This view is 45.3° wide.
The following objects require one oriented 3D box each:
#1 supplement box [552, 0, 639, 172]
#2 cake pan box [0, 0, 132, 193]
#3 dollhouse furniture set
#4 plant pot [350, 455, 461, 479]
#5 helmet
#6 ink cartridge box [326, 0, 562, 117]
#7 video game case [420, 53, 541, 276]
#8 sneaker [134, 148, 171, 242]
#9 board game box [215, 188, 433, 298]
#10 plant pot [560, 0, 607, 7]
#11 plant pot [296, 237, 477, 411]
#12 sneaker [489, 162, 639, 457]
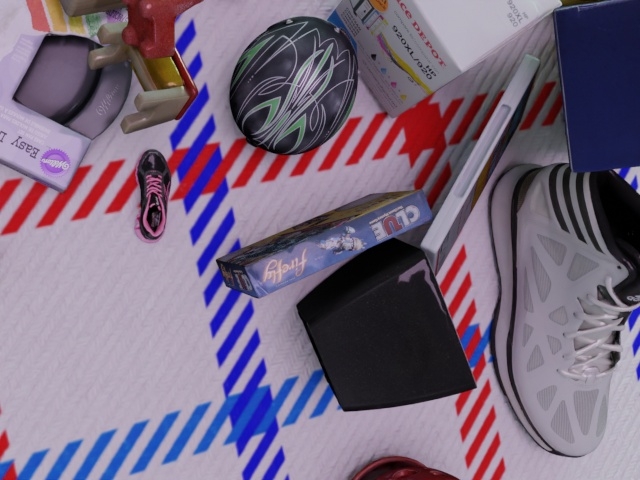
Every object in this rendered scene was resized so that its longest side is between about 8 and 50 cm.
[{"bbox_3d":[0.426,-0.208,1.005,0.194,0.356,0.195,-6,97,22],"label":"supplement box"},{"bbox_3d":[-0.358,-0.217,0.900,0.266,0.070,0.246,29,84,-18],"label":"cake pan box"},{"bbox_3d":[-0.200,-0.335,0.823,0.152,0.201,0.374,-25,85,-34],"label":"dollhouse furniture set"},{"bbox_3d":[0.125,0.395,1.027,0.191,0.174,0.191,0,91,-19],"label":"plant pot"},{"bbox_3d":[-0.033,-0.191,0.964,0.169,0.161,0.170,0,91,-20],"label":"helmet"},{"bbox_3d":[0.145,-0.292,0.979,0.168,0.232,0.171,-37,96,-15],"label":"ink cartridge box"},{"bbox_3d":[0.211,-0.087,1.042,0.025,0.204,0.285,28,81,13],"label":"video game case"},{"bbox_3d":[-0.208,-0.056,0.962,0.047,0.057,0.119,0,90,-18],"label":"sneaker"},{"bbox_3d":[0.000,0.000,0.980,0.243,0.165,0.042,-24,99,-17],"label":"board game box"},{"bbox_3d":[0.430,-0.429,1.108,0.212,0.187,0.212,-2,88,-19],"label":"plant pot"},{"bbox_3d":[0.071,0.119,1.009,0.166,0.188,0.188,-23,99,-4],"label":"plant pot"},{"bbox_3d":[0.368,0.110,1.064,0.169,0.257,0.448,-12,95,-19],"label":"sneaker"}]
